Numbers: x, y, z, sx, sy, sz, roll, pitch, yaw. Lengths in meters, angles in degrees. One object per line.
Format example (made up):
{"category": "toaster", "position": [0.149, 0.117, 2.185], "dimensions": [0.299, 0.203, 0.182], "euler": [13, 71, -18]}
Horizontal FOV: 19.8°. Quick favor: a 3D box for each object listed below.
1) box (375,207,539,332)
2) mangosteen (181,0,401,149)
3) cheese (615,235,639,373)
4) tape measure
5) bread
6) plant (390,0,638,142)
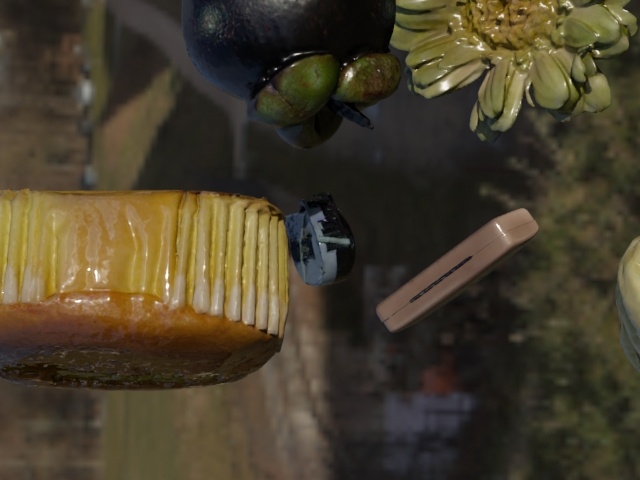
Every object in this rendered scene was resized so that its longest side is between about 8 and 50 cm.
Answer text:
{"category": "box", "position": [0.087, 0.020, 1.163], "dimensions": [0.115, 0.048, 0.025], "euler": [-38, 78, 33]}
{"category": "mangosteen", "position": [-0.025, -0.209, 1.832], "dimensions": [0.243, 0.243, 0.243], "euler": [-178, 90, -78]}
{"category": "cheese", "position": [0.346, 0.059, 1.458], "dimensions": [0.214, 0.226, 0.117], "euler": [-19, 44, 29]}
{"category": "tape measure", "position": [0.001, 0.002, 1.973], "dimensions": [0.091, 0.054, 0.094], "euler": [-43, 61, 60]}
{"category": "bread", "position": [-0.171, 0.046, 1.560], "dimensions": [0.204, 0.288, 0.156], "euler": [128, 145, -72]}
{"category": "plant", "position": [0.236, -0.289, 2.060], "dimensions": [0.306, 0.297, 0.261], "euler": [18, 137, 40]}
